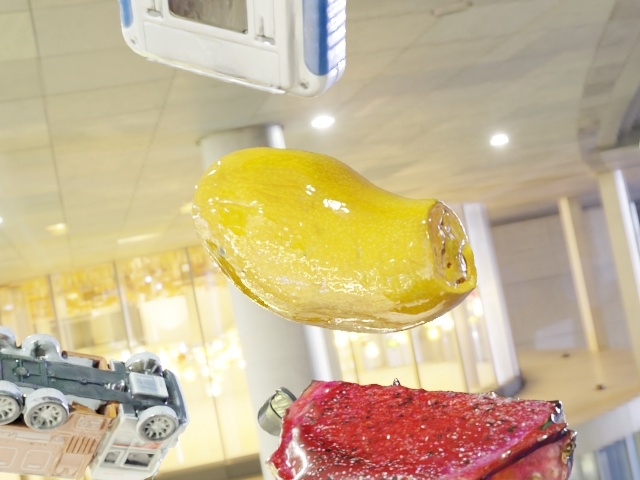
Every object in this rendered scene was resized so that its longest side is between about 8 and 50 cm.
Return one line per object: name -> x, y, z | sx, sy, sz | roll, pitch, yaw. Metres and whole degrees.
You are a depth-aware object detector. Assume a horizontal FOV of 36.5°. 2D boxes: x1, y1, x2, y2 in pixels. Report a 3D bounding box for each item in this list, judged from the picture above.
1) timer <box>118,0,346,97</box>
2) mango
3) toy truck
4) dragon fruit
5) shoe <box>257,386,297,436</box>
timer -> -0.099, -0.246, 0.979 | 0.254, 0.178, 0.078 | 17, -137, 22
mango -> 0.001, 0.004, 1.032 | 0.359, 0.186, 0.144 | 24, -153, 32
toy truck -> -0.428, 0.288, 1.600 | 0.388, 0.206, 0.173 | 14, -153, -28
dragon fruit -> 0.081, 0.194, 0.769 | 0.262, 0.162, 0.189 | -6, 140, 41
shoe -> -0.051, 0.225, 1.230 | 0.053, 0.062, 0.159 | -42, 177, -14
